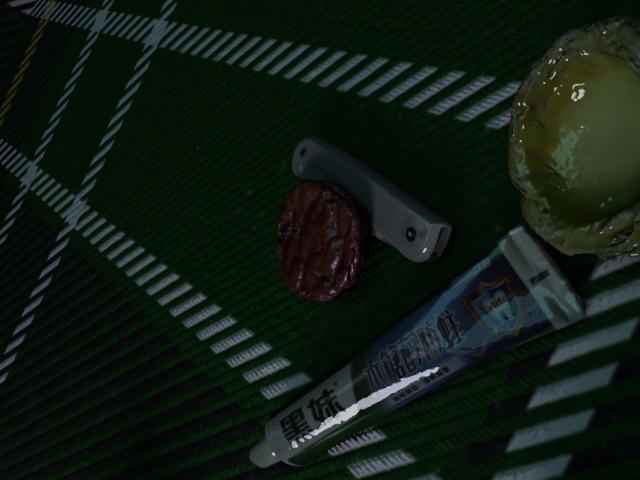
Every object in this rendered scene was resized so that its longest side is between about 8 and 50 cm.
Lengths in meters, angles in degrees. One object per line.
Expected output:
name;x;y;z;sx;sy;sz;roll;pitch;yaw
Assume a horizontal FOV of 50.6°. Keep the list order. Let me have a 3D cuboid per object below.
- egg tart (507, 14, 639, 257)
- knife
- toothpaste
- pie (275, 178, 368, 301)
egg tart;0.236;-0.082;0.543;0.197;0.078;0.197;17;109;61
knife;0.049;-0.050;0.779;0.265;0.041;0.073;38;112;46
toothpaste;0.066;0.132;0.665;0.392;0.061;0.098;-39;74;26
pie;0.000;0.000;0.782;0.154;0.038;0.153;1;91;51
